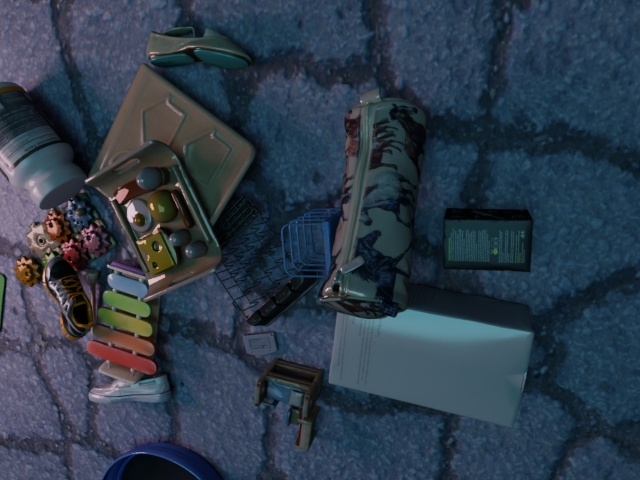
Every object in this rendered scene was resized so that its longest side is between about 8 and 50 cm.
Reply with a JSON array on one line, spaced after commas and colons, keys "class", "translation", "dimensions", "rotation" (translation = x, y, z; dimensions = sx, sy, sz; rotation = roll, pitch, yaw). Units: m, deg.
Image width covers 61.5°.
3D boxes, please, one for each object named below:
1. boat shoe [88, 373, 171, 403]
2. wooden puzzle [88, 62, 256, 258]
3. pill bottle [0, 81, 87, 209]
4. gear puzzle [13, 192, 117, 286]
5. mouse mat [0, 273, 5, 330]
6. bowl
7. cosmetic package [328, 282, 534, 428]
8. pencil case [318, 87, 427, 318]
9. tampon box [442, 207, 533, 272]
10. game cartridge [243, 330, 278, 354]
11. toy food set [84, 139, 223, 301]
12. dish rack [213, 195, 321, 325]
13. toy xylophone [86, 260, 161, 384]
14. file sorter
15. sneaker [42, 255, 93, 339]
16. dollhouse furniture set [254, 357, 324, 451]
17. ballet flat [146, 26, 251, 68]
[{"class": "boat shoe", "translation": [-0.503, 0.383, 1.427], "dimensions": [0.226, 0.083, 0.076], "rotation": [-2, 92, 5]}, {"class": "wooden puzzle", "translation": [-0.339, -0.174, 1.231], "dimensions": [0.348, 0.080, 0.322], "rotation": [39, 111, 9]}, {"class": "pill bottle", "translation": [-0.695, -0.220, 1.275], "dimensions": [0.162, 0.162, 0.278], "rotation": [-38, 92, 21]}, {"class": "gear puzzle", "translation": [-0.695, 0.019, 1.398], "dimensions": [0.339, 0.044, 0.175], "rotation": [-29, 95, 21]}, {"class": "mouse mat", "translation": [-0.966, 0.158, 1.534], "dimensions": [0.152, 0.007, 0.190], "rotation": [20, 108, 10]}, {"class": "bowl", "translation": [-0.424, 0.737, 1.488], "dimensions": [0.391, 0.077, 0.391], "rotation": [4, 105, 15]}, {"class": "cosmetic package", "translation": [0.226, 0.218, 1.123], "dimensions": [0.385, 0.156, 0.217], "rotation": [11, 107, 12]}, {"class": "pencil case", "translation": [0.101, -0.062, 1.004], "dimensions": [0.160, 0.183, 0.410], "rotation": [3, 77, 25]}, {"class": "tampon box", "translation": [0.323, -0.003, 1.053], "dimensions": [0.161, 0.120, 0.101], "rotation": [2, 104, 16]}, {"class": "game cartridge", "translation": [-0.145, 0.252, 1.313], "dimensions": [0.083, 0.017, 0.056], "rotation": [-8, 98, 18]}, {"class": "toy food set", "translation": [-0.370, -0.036, 1.177], "dimensions": [0.220, 0.092, 0.306], "rotation": [-24, 92, 23]}, {"class": "dish rack", "translation": [-0.154, 0.043, 1.225], "dimensions": [0.208, 0.074, 0.271], "rotation": [-41, 78, 20]}, {"class": "toy xylophone", "translation": [-0.509, 0.199, 1.371], "dimensions": [0.236, 0.081, 0.323], "rotation": [7, 106, 15]}, {"class": "file sorter", "translation": [0.000, 0.000, 1.125], "dimensions": [0.104, 0.170, 0.118], "rotation": [1, 104, 20]}, {"class": "sneaker", "translation": [-0.618, 0.138, 1.342], "dimensions": [0.083, 0.084, 0.215], "rotation": [-20, 92, 40]}, {"class": "dollhouse furniture set", "translation": [-0.078, 0.401, 1.270], "dimensions": [0.129, 0.129, 0.184], "rotation": [11, 107, 14]}, {"class": "ballet flat", "translation": [-0.259, -0.415, 1.145], "dimensions": [0.248, 0.086, 0.086], "rotation": [7, 106, 16]}]
